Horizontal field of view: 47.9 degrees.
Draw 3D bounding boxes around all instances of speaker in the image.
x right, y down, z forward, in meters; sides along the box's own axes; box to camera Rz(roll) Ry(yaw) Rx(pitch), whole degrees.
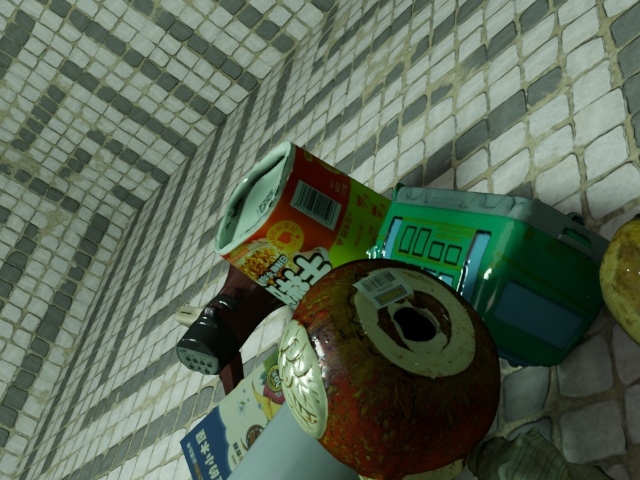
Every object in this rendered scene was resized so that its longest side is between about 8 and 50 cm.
[{"bbox_3d":[-0.178,0.164,1.469,0.329,0.198,0.259,-54,-5,-45],"label":"speaker"}]

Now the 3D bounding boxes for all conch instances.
[{"bbox_3d":[0.238,0.266,0.722,0.137,0.234,0.114,-18,-47,-60],"label":"conch"}]

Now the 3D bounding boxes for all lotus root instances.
[{"bbox_3d":[0.367,0.057,0.730,0.138,0.138,0.214,-45,37,24],"label":"lotus root"}]

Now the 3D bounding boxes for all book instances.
[{"bbox_3d":[-0.118,0.366,1.260,0.322,0.018,0.228,-46,54,23],"label":"book"}]

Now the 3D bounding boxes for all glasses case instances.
[{"bbox_3d":[-0.323,0.210,1.910,0.196,0.083,0.050,-6,55,63],"label":"glasses case"}]

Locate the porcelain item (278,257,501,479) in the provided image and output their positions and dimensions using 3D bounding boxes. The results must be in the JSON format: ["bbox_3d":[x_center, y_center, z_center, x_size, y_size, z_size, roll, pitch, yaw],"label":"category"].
[{"bbox_3d":[0.064,0.151,0.781,0.253,0.253,0.253,-43,26,28],"label":"porcelain item"}]

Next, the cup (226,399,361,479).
[{"bbox_3d":[0.025,0.285,0.946,0.312,0.205,0.205,-52,20,-22],"label":"cup"}]

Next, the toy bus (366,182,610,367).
[{"bbox_3d":[0.208,0.041,0.980,0.199,0.184,0.343,-66,23,-3],"label":"toy bus"}]

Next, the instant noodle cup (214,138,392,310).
[{"bbox_3d":[0.000,0.000,1.271,0.294,0.308,0.293,-43,26,27],"label":"instant noodle cup"}]

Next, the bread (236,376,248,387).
[{"bbox_3d":[-0.107,0.304,1.363,0.177,0.084,0.119,-29,42,46],"label":"bread"}]
